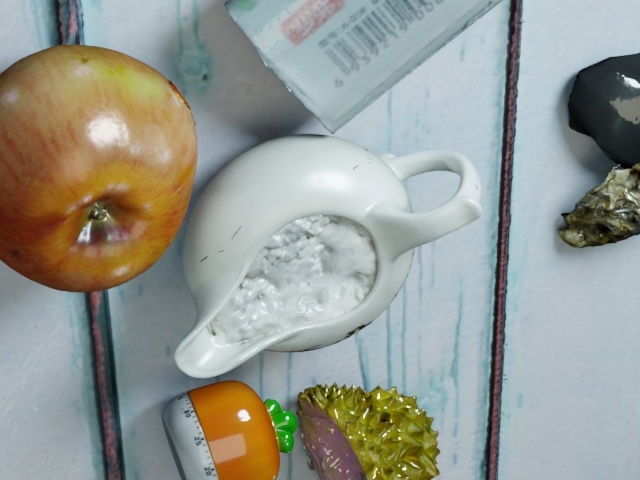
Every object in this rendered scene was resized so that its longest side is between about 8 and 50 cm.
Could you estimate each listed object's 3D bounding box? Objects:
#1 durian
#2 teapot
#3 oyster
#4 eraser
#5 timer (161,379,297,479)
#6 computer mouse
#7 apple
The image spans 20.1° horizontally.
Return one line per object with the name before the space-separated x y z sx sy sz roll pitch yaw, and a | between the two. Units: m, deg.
durian | 0.046 0.225 1.778 0.132 0.165 0.182 2 100 15
teapot | 0.000 0.000 1.589 0.300 0.166 0.208 -27 115 12
oyster | 0.291 -0.028 1.707 0.103 0.051 0.148 15 151 -35
eraser | 0.053 -0.209 1.501 0.227 0.081 0.174 -39 141 6
timer | -0.082 0.189 1.716 0.136 0.099 0.136 -19 135 -20
computer mouse | 0.301 -0.110 1.674 0.172 0.057 0.099 28 112 -33
apple | -0.196 -0.059 1.472 0.209 0.164 0.209 -10 127 -14
